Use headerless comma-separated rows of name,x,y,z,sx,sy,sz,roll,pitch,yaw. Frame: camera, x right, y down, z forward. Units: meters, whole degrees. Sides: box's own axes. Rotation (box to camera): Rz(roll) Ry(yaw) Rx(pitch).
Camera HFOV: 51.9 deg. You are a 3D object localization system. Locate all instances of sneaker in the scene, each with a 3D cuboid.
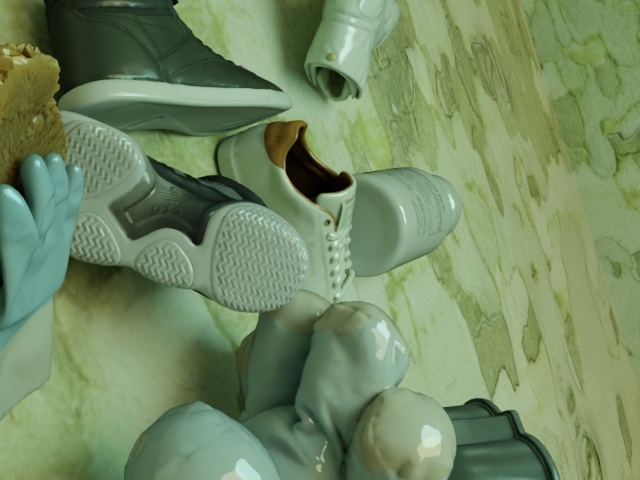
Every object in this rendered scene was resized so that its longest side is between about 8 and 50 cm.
sneaker,-0.144,-0.028,0.561,0.269,0.153,0.101,26,95,-14
sneaker,-0.132,-0.183,0.631,0.296,0.105,0.146,-12,85,-58
sneaker,0.000,0.000,0.742,0.290,0.123,0.106,61,34,-23
sneaker,0.038,-0.282,0.941,0.292,0.108,0.169,-32,141,-78

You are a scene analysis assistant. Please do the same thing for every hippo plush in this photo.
hippo plush,-0.068,0.180,0.540,0.237,0.294,0.234,-10,47,-37

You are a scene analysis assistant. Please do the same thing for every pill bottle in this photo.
pill bottle,0.105,-0.034,0.899,0.229,0.131,0.131,-16,91,-57

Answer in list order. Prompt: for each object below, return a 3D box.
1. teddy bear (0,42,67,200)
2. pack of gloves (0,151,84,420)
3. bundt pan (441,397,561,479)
teddy bear,-0.250,0.022,0.269,0.113,0.245,0.337,27,69,2
pack of gloves,-0.183,0.074,0.353,0.046,0.232,0.195,27,36,4
bundt pan,0.105,0.318,0.645,0.124,0.331,0.330,8,67,-15
